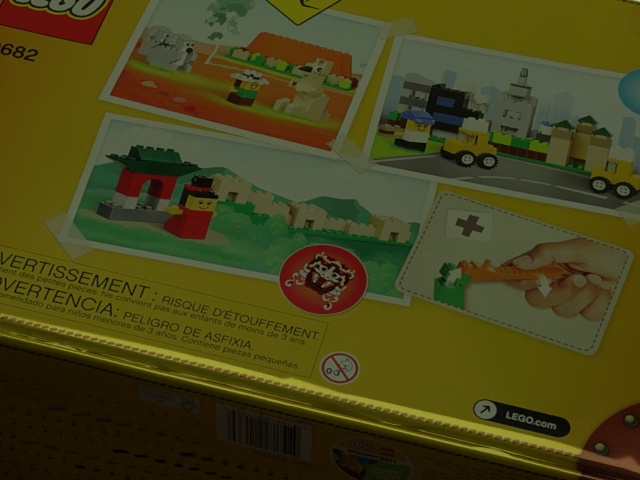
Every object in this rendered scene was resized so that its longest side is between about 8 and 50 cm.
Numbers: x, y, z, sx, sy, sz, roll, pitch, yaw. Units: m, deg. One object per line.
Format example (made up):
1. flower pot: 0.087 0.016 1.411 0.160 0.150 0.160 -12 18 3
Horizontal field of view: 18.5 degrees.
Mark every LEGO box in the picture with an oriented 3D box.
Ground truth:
1. LEGO box: 0.000 0.000 1.226 0.500 0.193 0.372 13 52 8
